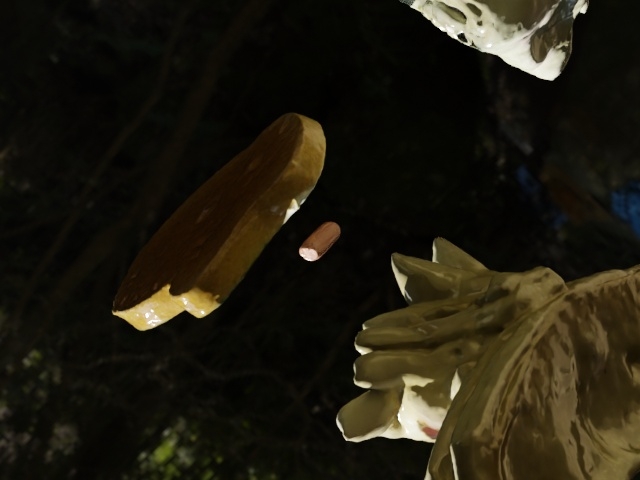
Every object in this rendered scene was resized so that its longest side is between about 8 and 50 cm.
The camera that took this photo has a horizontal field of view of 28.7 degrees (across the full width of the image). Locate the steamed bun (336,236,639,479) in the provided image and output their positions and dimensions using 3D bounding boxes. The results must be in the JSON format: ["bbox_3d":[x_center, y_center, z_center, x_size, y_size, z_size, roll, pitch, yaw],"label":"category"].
[{"bbox_3d":[0.160,0.117,1.079,0.428,0.189,0.247,-42,-71,-45],"label":"steamed bun"}]

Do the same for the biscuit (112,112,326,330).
[{"bbox_3d":[-0.119,-0.005,1.514,0.057,0.344,0.287,42,-162,-20],"label":"biscuit"}]

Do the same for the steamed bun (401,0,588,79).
[{"bbox_3d":[0.191,-0.339,1.453,0.268,0.207,0.280,38,-166,28],"label":"steamed bun"}]

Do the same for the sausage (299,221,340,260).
[{"bbox_3d":[0.000,0.000,1.821,0.034,0.034,0.083,45,-138,-2],"label":"sausage"}]
